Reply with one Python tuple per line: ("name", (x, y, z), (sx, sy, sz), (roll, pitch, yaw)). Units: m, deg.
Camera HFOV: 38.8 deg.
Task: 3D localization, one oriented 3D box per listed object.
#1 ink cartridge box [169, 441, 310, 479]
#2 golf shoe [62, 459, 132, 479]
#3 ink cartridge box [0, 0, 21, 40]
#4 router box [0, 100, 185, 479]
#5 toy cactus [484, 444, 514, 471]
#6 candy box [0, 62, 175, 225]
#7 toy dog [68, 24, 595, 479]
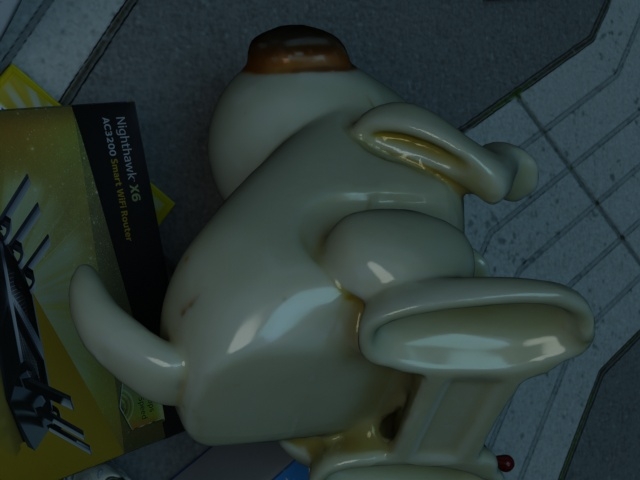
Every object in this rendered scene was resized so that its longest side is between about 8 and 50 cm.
("ink cartridge box", (0.001, 0.291, 0.906), (0.171, 0.168, 0.232), (-37, 104, -28))
("golf shoe", (-0.175, 0.281, 0.853), (0.069, 0.086, 0.176), (-40, 108, -28))
("ink cartridge box", (-0.352, -0.233, 0.725), (0.223, 0.224, 0.045), (24, 34, -27))
("router box", (-0.249, 0.046, 0.768), (0.243, 0.081, 0.308), (-14, 95, -45))
("toy cactus", (0.157, 0.233, 1.037), (0.219, 0.112, 0.180), (22, 57, -38))
("candy box", (-0.247, -0.061, 0.869), (0.206, 0.027, 0.105), (42, 65, -22))
("toy dog", (0.000, 0.000, 0.812), (0.396, 0.284, 0.407), (-1, 44, -4))
